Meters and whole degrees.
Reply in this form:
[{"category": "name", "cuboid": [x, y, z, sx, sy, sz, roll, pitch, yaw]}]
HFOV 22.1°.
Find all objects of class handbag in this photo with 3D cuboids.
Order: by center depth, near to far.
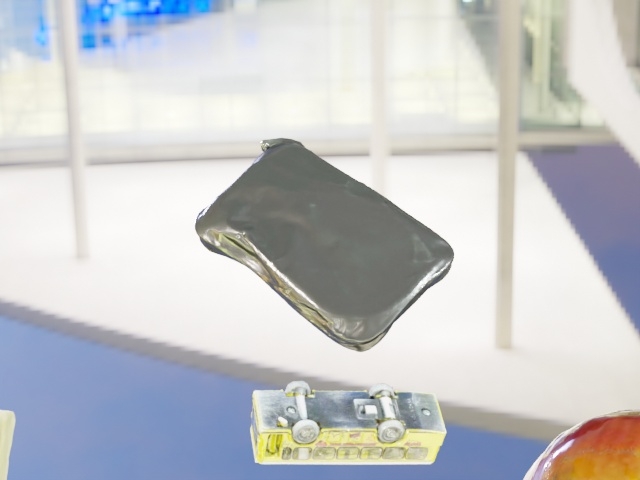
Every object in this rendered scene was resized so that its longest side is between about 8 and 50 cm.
[{"category": "handbag", "cuboid": [-0.002, -0.001, 2.051, 0.332, 0.075, 0.191, 34, -111, 31]}]

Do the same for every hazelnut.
[{"category": "hazelnut", "cuboid": [0.427, 0.400, 2.205, 0.359, 0.409, 0.359, 4, -120, -7]}]

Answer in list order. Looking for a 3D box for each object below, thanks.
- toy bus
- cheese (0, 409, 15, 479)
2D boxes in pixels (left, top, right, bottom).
[{"category": "toy bus", "cuboid": [0.030, 0.217, 1.938, 0.226, 0.074, 0.081, 1, -139, -14]}, {"category": "cheese", "cuboid": [-0.556, 0.345, 2.199, 0.242, 0.266, 0.124, 7, 175, 9]}]
